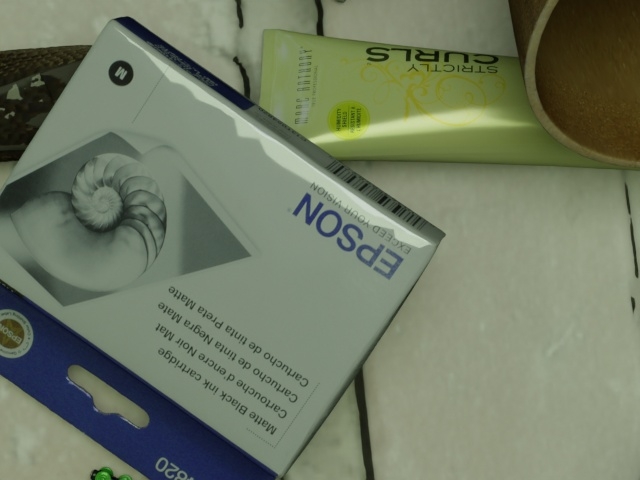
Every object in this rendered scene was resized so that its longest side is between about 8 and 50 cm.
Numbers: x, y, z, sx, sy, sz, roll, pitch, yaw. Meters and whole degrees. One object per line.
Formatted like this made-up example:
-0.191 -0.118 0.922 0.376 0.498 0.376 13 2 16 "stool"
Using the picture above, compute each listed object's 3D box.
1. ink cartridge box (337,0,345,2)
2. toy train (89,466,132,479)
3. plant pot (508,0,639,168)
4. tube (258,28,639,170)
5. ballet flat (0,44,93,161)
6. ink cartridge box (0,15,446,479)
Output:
-0.005 -0.233 1.030 0.128 0.176 0.127 29 82 -1 "ink cartridge box"
-0.098 0.157 1.078 0.083 0.017 0.023 23 95 -1 "toy train"
0.193 -0.210 1.011 0.237 0.237 0.254 -12 55 -4 "plant pot"
0.083 -0.078 1.081 0.240 0.070 0.062 4 110 0 "tube"
-0.217 -0.080 1.074 0.250 0.058 0.084 -5 109 2 "ballet flat"
-0.082 0.027 1.026 0.223 0.045 0.224 34 104 4 "ink cartridge box"
